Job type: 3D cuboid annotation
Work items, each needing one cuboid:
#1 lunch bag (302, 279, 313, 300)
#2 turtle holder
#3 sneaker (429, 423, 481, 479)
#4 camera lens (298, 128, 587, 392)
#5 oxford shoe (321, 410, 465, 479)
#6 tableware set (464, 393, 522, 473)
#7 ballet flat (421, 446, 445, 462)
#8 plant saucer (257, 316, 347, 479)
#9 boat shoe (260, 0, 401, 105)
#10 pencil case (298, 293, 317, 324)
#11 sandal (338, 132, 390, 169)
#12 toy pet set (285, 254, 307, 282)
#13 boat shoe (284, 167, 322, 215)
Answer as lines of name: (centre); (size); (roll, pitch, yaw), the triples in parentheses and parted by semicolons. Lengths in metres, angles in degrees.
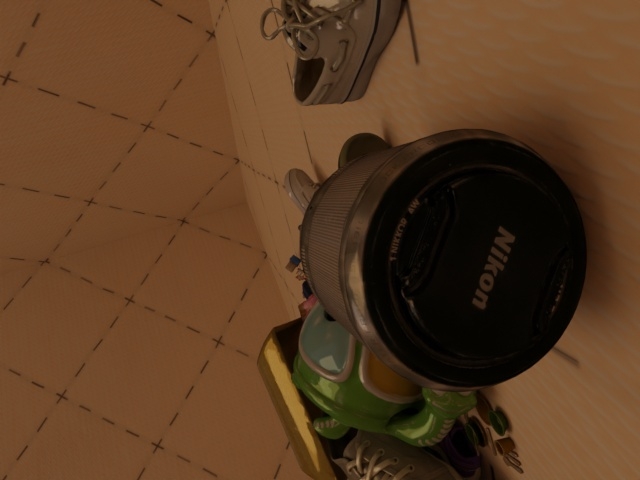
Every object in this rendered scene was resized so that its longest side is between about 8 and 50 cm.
lunch bag: (-0.015, 0.161, 1.586); (0.067, 0.098, 0.065); (60, 167, 28)
turtle holder: (0.086, 0.195, 0.811); (0.320, 0.243, 0.228); (-105, 27, -75)
sneaker: (0.225, 0.337, 0.854); (0.170, 0.068, 0.071); (42, 134, 52)
camera lens: (0.100, 0.011, 0.502); (0.274, 0.219, 0.220); (-162, 55, -76)
oxford shoe: (0.119, 0.398, 0.814); (0.169, 0.130, 0.449); (-63, 29, 8)
tableware set: (0.242, 0.281, 0.738); (0.154, 0.024, 0.104); (179, 74, -79)
ballet flat: (0.229, 0.459, 0.858); (0.400, 0.139, 0.139); (-118, 15, -56)
plant saucer: (-0.030, 0.348, 1.092); (0.333, 0.080, 0.332); (65, -172, 8)
boat shoe: (-0.002, -0.301, 0.674); (0.367, 0.156, 0.136); (119, 132, -75)
pencil case: (0.085, 0.289, 1.130); (0.160, 0.167, 0.387); (36, -148, -72)
sandal: (0.104, -0.026, 0.718); (0.086, 0.120, 0.303); (-36, 71, 64)
toy pet set: (-0.085, 0.118, 2.015); (0.114, 0.065, 0.122); (36, 167, 4)
boat shoe: (-0.006, -0.100, 1.215); (0.084, 0.095, 0.258); (-54, 55, 36)
